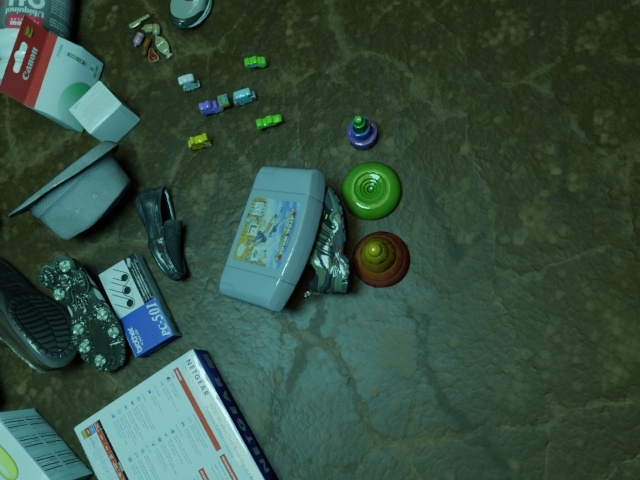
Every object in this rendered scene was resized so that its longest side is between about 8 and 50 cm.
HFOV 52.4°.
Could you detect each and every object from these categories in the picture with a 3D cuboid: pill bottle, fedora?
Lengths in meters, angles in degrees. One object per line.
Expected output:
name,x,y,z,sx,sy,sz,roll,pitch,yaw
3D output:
pill bottle,-0.680,-0.504,1.534,0.176,0.176,0.319,-1,78,11
fedora,-0.523,-0.093,1.420,0.275,0.243,0.124,-41,103,-8

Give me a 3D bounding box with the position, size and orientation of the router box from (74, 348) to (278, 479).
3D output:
router box,-0.287,0.441,1.309,0.301,0.082,0.336,-33,74,3

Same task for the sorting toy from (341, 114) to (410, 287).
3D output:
sorting toy,0.100,-0.092,1.321,0.127,0.126,0.366,-9,78,9

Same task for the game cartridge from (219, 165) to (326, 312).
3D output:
game cartridge,-0.095,-0.011,1.333,0.198,0.062,0.297,8,77,50

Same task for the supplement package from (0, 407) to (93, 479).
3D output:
supplement package,-0.629,0.489,1.332,0.203,0.149,0.194,40,88,15

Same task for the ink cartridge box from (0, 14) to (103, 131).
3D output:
ink cartridge box,-0.597,-0.370,1.463,0.056,0.224,0.181,12,82,17

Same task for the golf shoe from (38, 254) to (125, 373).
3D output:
golf shoe,-0.493,0.152,1.404,0.105,0.120,0.273,-27,93,-2

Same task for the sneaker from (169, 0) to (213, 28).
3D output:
sneaker,-0.293,-0.626,1.519,0.100,0.108,0.272,19,84,12

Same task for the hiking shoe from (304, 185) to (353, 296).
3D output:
hiking shoe,0.000,0.000,1.319,0.114,0.086,0.227,-7,77,7

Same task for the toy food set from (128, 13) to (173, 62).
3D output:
toy food set,-0.408,-0.475,1.557,0.077,0.019,0.122,-27,82,5

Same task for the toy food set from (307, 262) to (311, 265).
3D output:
toy food set,-0.008,0.014,1.374,0.083,0.020,0.083,24,84,15

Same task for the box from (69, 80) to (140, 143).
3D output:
box,-0.493,-0.288,1.490,0.102,0.101,0.087,-43,75,0

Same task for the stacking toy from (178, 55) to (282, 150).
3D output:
stacking toy,-0.208,-0.311,1.469,0.221,0.052,0.167,-14,78,6

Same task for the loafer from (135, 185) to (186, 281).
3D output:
loafer,-0.336,-0.019,1.416,0.078,0.076,0.223,-28,71,12

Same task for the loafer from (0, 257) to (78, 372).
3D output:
loafer,-0.668,0.175,1.432,0.366,0.133,0.130,38,113,25

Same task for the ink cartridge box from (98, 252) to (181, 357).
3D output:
ink cartridge box,-0.393,0.140,1.411,0.097,0.046,0.207,-31,75,5
